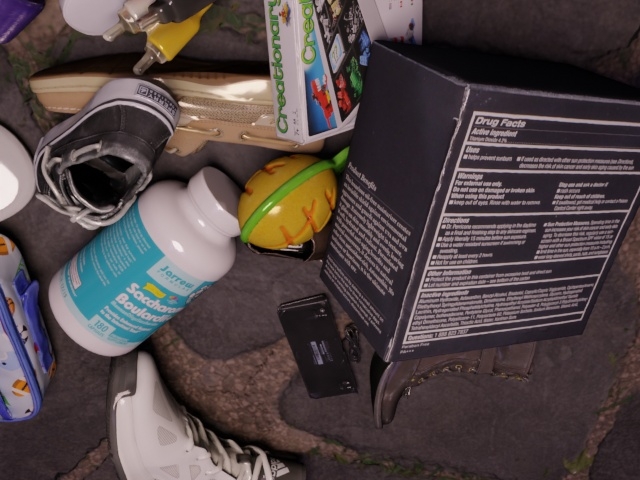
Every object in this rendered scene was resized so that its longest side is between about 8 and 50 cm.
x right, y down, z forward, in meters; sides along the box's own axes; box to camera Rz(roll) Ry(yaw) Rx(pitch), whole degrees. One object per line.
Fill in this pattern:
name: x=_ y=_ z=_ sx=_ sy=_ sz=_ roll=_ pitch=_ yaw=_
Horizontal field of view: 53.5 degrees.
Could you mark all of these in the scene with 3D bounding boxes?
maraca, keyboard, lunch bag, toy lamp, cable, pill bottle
maraca: x=-0.024 y=-0.054 z=0.754 sx=0.099 sy=0.185 sz=0.127 roll=50 pitch=140 yaw=5
keyboard: x=0.012 y=0.161 z=0.956 sx=0.108 sy=0.023 sz=0.180 roll=-12 pitch=117 yaw=13
lunch bag: x=-0.497 y=0.120 z=0.865 sx=0.243 sy=0.115 sz=0.304 roll=1 pitch=126 yaw=1
toy lamp: x=-0.295 y=-0.334 z=0.673 sx=0.080 sy=0.080 sz=0.275 roll=34 pitch=113 yaw=-16
cable: x=-0.103 y=-0.294 z=0.651 sx=0.287 sy=0.072 sz=0.140 roll=-38 pitch=130 yaw=-18
pill bottle: x=-0.210 y=0.022 z=0.814 sx=0.264 sy=0.146 sz=0.146 roll=-39 pitch=111 yaw=18

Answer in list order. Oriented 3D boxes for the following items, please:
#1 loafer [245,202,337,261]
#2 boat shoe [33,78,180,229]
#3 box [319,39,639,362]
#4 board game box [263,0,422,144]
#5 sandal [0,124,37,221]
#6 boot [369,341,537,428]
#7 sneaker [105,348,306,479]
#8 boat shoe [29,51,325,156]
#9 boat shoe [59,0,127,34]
loafer: x=0.000 y=0.000 z=0.841 sx=0.219 sy=0.078 sz=0.080 roll=-3 pitch=117 yaw=1
boat shoe: x=-0.256 y=-0.069 z=0.716 sx=0.113 sy=0.105 sz=0.306 roll=30 pitch=149 yaw=-35
box: x=0.188 y=-0.048 z=0.714 sx=0.296 sy=0.183 sz=0.294 roll=-2 pitch=120 yaw=-28
board game box: x=0.029 y=-0.272 z=0.657 sx=0.193 sy=0.053 sz=0.306 roll=-24 pitch=123 yaw=-36
sandal: x=-0.571 y=-0.086 z=0.787 sx=0.416 sy=0.102 sz=0.170 roll=-5 pitch=103 yaw=-12
boot: x=0.197 y=0.179 z=0.927 sx=0.228 sy=0.091 sz=0.263 roll=9 pitch=114 yaw=-4
sneaker: x=-0.159 y=0.321 z=0.980 sx=0.257 sy=0.169 sz=0.448 roll=-11 pitch=125 yaw=-5
boat shoe: x=-0.159 y=-0.150 z=0.741 sx=0.340 sy=0.122 sz=0.110 roll=2 pitch=117 yaw=-3
boat shoe: x=-0.162 y=-0.341 z=0.660 sx=0.301 sy=0.108 sz=0.102 roll=-38 pitch=69 yaw=16
